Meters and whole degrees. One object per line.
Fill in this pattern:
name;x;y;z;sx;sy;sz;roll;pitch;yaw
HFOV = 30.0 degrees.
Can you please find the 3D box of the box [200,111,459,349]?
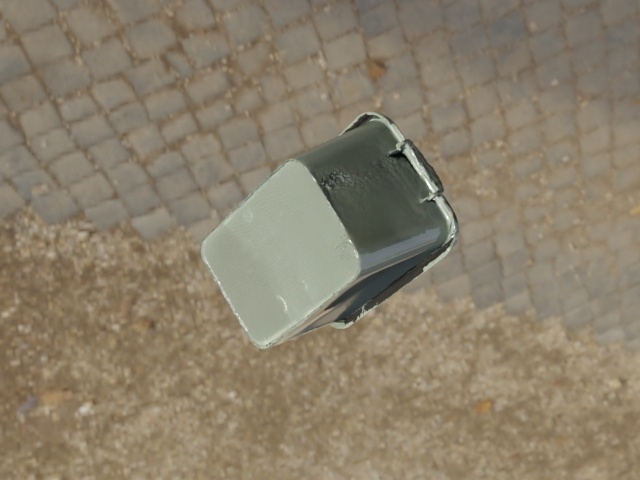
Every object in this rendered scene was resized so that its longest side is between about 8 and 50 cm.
box;0.000;0.000;0.602;0.069;0.084;0.122;-24;168;-45
